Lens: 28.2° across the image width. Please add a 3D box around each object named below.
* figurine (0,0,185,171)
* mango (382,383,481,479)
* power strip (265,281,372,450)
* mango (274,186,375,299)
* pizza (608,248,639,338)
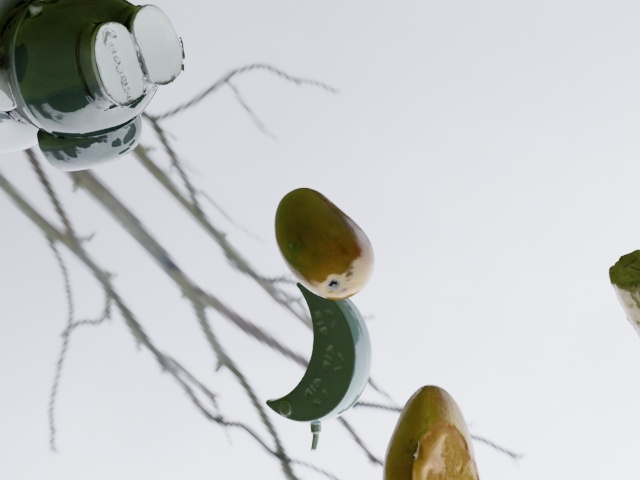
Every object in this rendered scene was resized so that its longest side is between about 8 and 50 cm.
[{"bbox_3d":[-0.159,-0.098,0.679,0.192,0.126,0.147,2,-144,43],"label":"figurine"},{"bbox_3d":[0.170,0.342,1.950,0.138,0.187,0.257,-25,-148,32],"label":"mango"},{"bbox_3d":[0.000,0.168,1.674,0.137,0.044,0.216,19,-79,34],"label":"power strip"},{"bbox_3d":[-0.002,0.002,1.548,0.163,0.111,0.089,45,-57,24],"label":"mango"},{"bbox_3d":[0.261,0.050,0.599,0.056,0.271,0.134,-124,-136,-77],"label":"pizza"}]
